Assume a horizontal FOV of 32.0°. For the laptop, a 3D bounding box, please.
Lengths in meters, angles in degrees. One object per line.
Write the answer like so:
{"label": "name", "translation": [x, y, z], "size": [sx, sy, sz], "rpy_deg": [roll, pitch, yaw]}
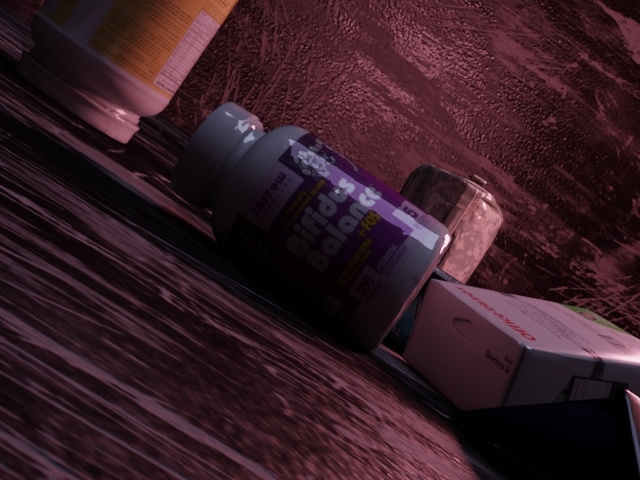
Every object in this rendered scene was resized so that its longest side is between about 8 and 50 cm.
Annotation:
{"label": "laptop", "translation": [0.340, 0.331, 1.038], "size": [0.382, 0.236, 0.408], "rpy_deg": [33, 32, -17]}

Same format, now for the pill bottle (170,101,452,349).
{"label": "pill bottle", "translation": [-0.016, -0.025, 1.274], "size": [0.301, 0.169, 0.169], "rpy_deg": [35, 3, 7]}

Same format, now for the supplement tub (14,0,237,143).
{"label": "supplement tub", "translation": [-0.288, -0.340, 1.703], "size": [0.241, 0.331, 0.241], "rpy_deg": [35, 3, -2]}

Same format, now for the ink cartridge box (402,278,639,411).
{"label": "ink cartridge box", "translation": [0.281, 0.157, 1.412], "size": [0.289, 0.122, 0.211], "rpy_deg": [12, 15, -31]}

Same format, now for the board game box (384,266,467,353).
{"label": "board game box", "translation": [0.084, 0.059, 1.472], "size": [0.186, 0.126, 0.026], "rpy_deg": [34, 24, -10]}

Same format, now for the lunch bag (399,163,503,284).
{"label": "lunch bag", "translation": [0.225, 0.005, 2.280], "size": [0.212, 0.305, 0.256], "rpy_deg": [32, -1, -1]}
